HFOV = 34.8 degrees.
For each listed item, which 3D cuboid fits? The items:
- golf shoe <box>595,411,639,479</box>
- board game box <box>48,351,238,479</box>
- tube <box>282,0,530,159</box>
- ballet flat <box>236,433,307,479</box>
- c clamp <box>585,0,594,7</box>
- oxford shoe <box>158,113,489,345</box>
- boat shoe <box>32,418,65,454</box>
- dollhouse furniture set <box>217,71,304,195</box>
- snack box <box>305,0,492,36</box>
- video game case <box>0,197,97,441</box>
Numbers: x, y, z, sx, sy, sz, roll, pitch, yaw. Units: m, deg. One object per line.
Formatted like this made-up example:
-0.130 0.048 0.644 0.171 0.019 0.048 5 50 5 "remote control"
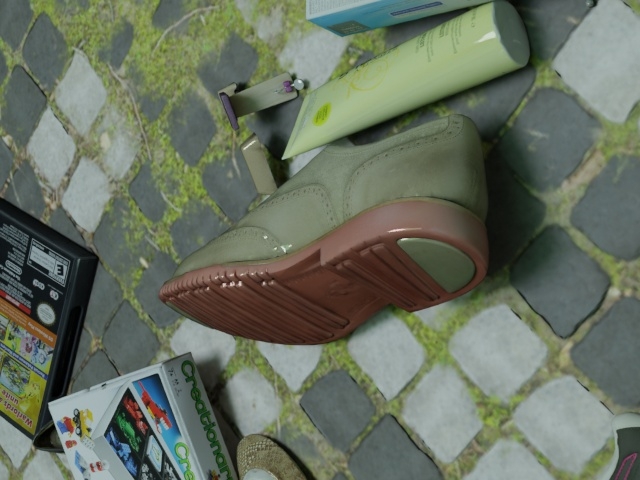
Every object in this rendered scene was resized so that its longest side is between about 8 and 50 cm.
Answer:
0.226 0.265 0.796 0.120 0.105 0.272 44 112 45 "golf shoe"
-0.165 0.288 1.084 0.193 0.053 0.305 -22 88 35 "board game box"
0.065 -0.139 0.901 0.240 0.070 0.062 -19 87 37 "tube"
-0.031 0.275 0.997 0.206 0.067 0.073 47 119 26 "ballet flat"
0.149 -0.255 0.858 0.161 0.022 0.137 0 93 37 "c clamp"
0.000 0.000 0.946 0.397 0.140 0.146 -16 51 42 "oxford shoe"
-0.278 0.221 1.194 0.152 0.049 0.056 -32 73 34 "boat shoe"
-0.044 -0.110 1.024 0.081 0.091 0.114 -22 105 -3 "dollhouse furniture set"
0.078 -0.348 0.855 0.187 0.060 0.321 -5 80 37 "snack box"
-0.405 0.083 1.294 0.275 0.035 0.248 26 108 33 "video game case"
